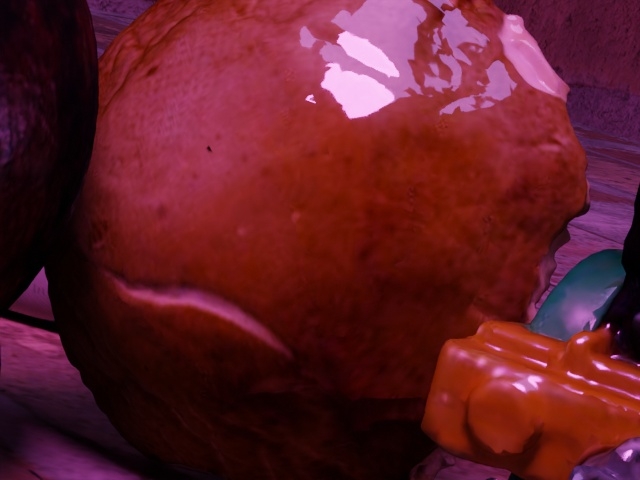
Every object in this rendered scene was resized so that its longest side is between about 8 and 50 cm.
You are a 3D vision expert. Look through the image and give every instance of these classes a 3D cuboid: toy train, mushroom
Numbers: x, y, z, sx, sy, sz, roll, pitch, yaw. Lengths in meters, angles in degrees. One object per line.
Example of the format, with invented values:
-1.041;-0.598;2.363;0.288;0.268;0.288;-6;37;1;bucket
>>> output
0.204;0.038;0.705;0.178;0.249;0.429;20;11;31;toy train
0.007;0.036;0.813;0.233;0.301;0.208;21;55;28;mushroom

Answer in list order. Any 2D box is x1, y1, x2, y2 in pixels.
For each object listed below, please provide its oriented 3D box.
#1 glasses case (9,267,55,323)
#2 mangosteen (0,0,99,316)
-0.222;-0.048;0.993;0.327;0.125;0.076;16;1;19;glasses case
-0.212;-0.075;0.687;0.288;0.288;0.288;13;10;-2;mangosteen
